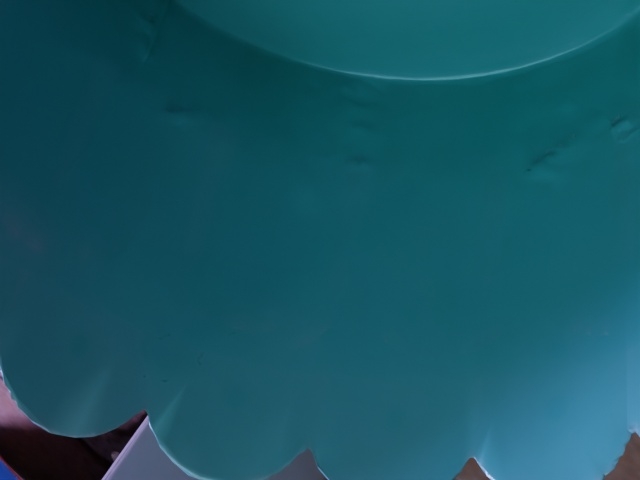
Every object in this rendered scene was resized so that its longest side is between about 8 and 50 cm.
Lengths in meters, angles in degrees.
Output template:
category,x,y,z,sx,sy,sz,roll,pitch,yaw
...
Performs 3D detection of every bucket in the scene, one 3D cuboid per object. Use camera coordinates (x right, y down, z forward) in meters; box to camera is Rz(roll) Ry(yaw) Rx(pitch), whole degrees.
category,x,y,z,sx,sy,sz,roll,pitch,yaw
bucket,0.009,-0.057,0.363,0.281,0.183,0.281,8,148,5

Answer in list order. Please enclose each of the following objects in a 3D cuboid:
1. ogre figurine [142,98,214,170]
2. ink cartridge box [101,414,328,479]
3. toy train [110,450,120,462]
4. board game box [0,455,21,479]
category,x,y,z,sx,sy,sz,roll,pitch,yaw
ogre figurine,0.000,0.000,0.554,0.197,0.118,0.097,46,143,-6
ink cartridge box,-0.056,0.135,0.641,0.092,0.219,0.160,31,139,5
toy train,-0.084,0.227,0.845,0.248,0.105,0.143,52,151,-15
board game box,-0.167,0.271,0.843,0.308,0.086,0.302,51,162,-8
